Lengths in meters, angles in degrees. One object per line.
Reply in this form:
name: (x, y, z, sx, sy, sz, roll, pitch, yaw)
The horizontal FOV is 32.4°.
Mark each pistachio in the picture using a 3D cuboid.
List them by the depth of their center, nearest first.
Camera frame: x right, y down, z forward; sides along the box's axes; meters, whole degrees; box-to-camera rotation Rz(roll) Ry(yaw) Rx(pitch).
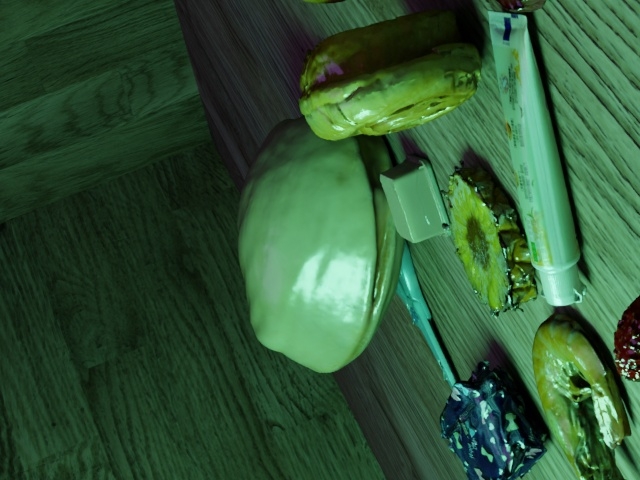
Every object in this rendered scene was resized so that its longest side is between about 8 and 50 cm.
pistachio: (0.000, 0.000, 1.832, 0.365, 0.281, 0.445, 24, 112, 55)

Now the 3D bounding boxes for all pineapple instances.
pineapple: (0.211, -0.002, 1.390, 0.221, 0.047, 0.221, 161, 90, -79)

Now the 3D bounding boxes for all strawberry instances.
strawberry: (0.301, 0.083, 0.973, 0.083, 0.083, 0.096, -149, 70, -75)

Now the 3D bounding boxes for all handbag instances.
handbag: (0.248, 0.280, 1.619, 0.162, 0.113, 0.260, 57, 166, 21)

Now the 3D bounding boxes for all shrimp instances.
shrimp: (0.306, 0.201, 1.257, 0.150, 0.068, 0.248, 133, 120, -74)

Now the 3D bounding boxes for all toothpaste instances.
toothpaste: (0.219, -0.080, 1.127, 0.056, 0.058, 0.314, -43, -56, -52)

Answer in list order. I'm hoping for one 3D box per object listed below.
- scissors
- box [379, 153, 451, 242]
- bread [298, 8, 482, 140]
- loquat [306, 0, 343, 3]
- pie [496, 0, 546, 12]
scissors: (0.166, 0.116, 1.938, 0.180, 0.032, 0.393, 109, 137, -76)
box: (0.137, -0.057, 1.608, 0.089, 0.062, 0.122, -141, 29, -71)
bread: (0.073, -0.182, 1.252, 0.236, 0.198, 0.120, -175, 68, -80)
loquat: (-0.001, -0.373, 1.233, 0.208, 0.208, 0.208, 158, 90, -81)
pie: (0.165, -0.278, 1.003, 0.154, 0.036, 0.154, 157, 90, -81)
